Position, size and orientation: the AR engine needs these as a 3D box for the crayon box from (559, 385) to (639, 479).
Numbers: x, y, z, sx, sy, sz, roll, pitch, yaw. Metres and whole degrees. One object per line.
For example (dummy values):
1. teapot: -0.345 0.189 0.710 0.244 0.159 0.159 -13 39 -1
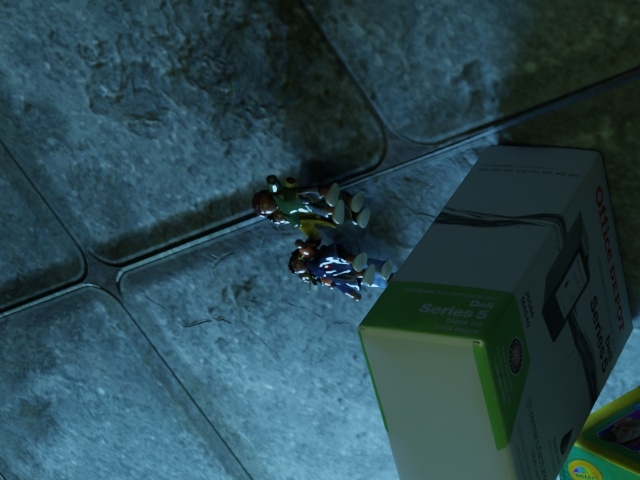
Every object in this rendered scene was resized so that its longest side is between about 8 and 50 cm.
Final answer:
1. crayon box: 0.347 0.199 1.190 0.278 0.165 0.081 21 129 54

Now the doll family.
1. doll family: 0.000 0.000 1.426 0.111 0.076 0.193 -1 126 32

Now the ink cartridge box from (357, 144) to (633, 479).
1. ink cartridge box: 0.157 0.072 1.220 0.114 0.273 0.198 4 127 31
